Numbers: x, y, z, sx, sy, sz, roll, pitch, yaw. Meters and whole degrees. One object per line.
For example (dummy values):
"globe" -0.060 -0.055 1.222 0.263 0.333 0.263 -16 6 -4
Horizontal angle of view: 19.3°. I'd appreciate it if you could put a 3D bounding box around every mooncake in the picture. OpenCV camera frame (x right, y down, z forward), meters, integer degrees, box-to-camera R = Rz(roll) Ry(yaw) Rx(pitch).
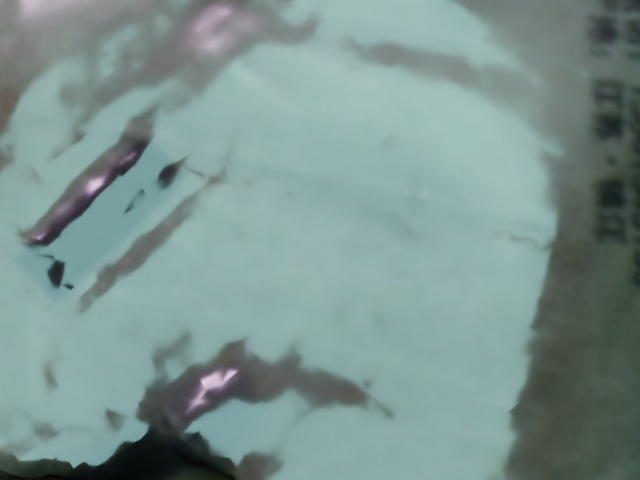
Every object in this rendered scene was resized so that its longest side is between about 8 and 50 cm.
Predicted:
"mooncake" 0.001 0.001 0.589 0.250 0.136 0.254 13 75 12
